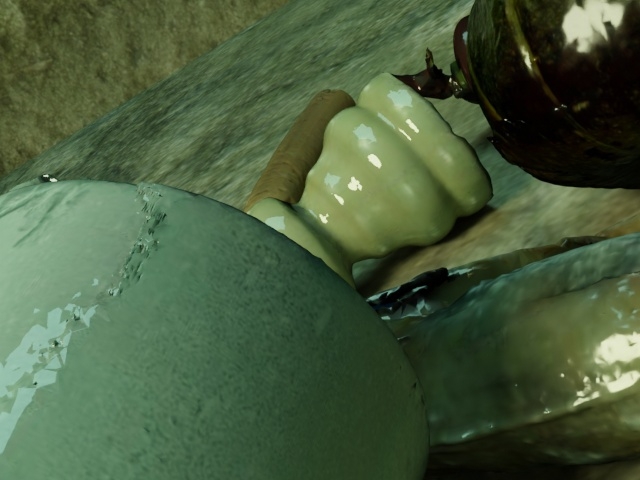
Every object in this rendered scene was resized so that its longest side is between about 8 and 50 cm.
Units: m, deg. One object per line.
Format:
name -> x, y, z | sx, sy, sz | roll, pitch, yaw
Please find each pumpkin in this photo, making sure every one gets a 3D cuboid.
pumpkin -> 0.198, -0.111, 0.628 | 0.238, 0.159, 0.238 | -11, -22, -5

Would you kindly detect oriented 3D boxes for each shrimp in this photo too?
shrimp -> 0.133, 0.033, 0.551 | 0.446, 0.110, 0.221 | -21, 16, 26

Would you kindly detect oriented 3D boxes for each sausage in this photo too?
sausage -> -0.019, -0.078, 1.147 | 0.066, 0.065, 0.301 | -25, 18, 26

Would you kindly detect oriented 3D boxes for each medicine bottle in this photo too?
medicine bottle -> -0.109, 0.155, 0.414 | 0.245, 0.245, 0.290 | -19, 31, 38

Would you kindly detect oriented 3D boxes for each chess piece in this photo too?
chess piece -> 0.000, 0.000, 0.830 | 0.243, 0.133, 0.133 | -42, 19, -6

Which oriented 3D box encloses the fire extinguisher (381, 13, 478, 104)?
fire extinguisher -> 0.218, -0.183, 0.899 | 0.341, 0.141, 0.105 | -22, 63, 24
